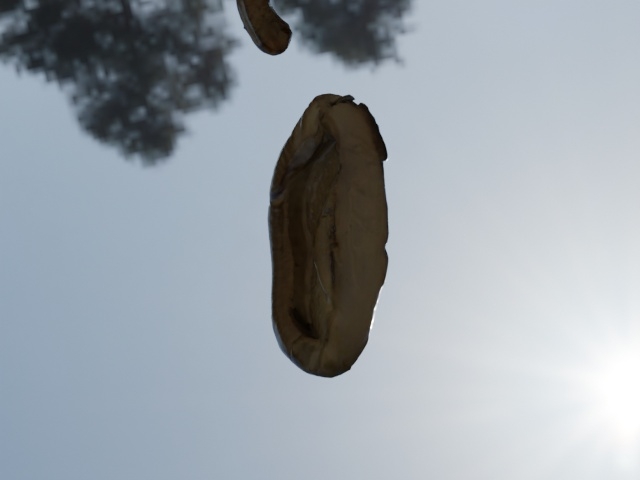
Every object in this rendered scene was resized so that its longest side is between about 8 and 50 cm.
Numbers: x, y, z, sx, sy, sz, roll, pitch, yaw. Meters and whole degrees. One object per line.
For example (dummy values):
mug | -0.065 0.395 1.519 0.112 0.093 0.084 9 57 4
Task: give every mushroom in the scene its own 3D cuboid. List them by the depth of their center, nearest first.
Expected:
mushroom | -0.019 -0.178 1.066 0.073 0.129 0.088 -6 -167 3
mushroom | 0.001 -0.001 1.324 0.072 0.209 0.094 5 171 -44
